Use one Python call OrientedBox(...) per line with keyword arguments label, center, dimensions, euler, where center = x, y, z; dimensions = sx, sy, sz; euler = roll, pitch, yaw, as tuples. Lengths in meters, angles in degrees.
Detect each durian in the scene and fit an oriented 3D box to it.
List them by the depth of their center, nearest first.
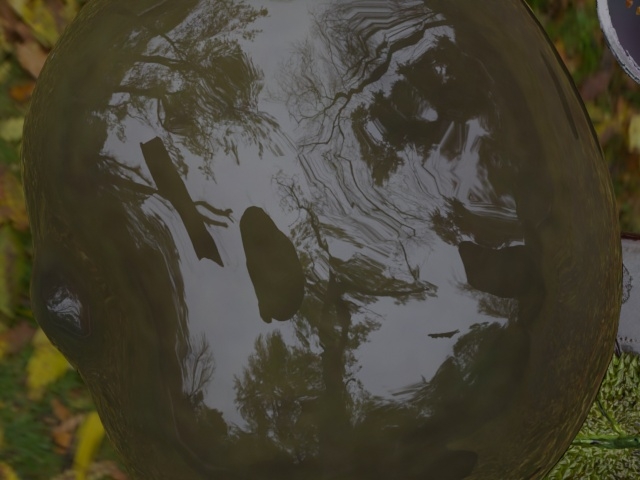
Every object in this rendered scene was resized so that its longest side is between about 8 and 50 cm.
OrientedBox(label="durian", center=(0.276, 0.171, 1.693), dimensions=(0.198, 0.146, 0.159), euler=(-29, 118, -35))

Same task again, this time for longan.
OrientedBox(label="longan", center=(0.000, 0.000, 1.048), dimensions=(0.361, 0.361, 0.361), euler=(-1, 79, 8))

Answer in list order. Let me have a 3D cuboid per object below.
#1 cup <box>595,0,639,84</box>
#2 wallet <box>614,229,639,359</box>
OrientedBox(label="cup", center=(0.394, -0.212, 1.604), dimensions=(0.203, 0.288, 0.203), euler=(3, 95, 42))
OrientedBox(label="wallet", center=(0.256, 0.051, 1.787), dimensions=(0.255, 0.031, 0.137), euler=(9, 83, -8))
